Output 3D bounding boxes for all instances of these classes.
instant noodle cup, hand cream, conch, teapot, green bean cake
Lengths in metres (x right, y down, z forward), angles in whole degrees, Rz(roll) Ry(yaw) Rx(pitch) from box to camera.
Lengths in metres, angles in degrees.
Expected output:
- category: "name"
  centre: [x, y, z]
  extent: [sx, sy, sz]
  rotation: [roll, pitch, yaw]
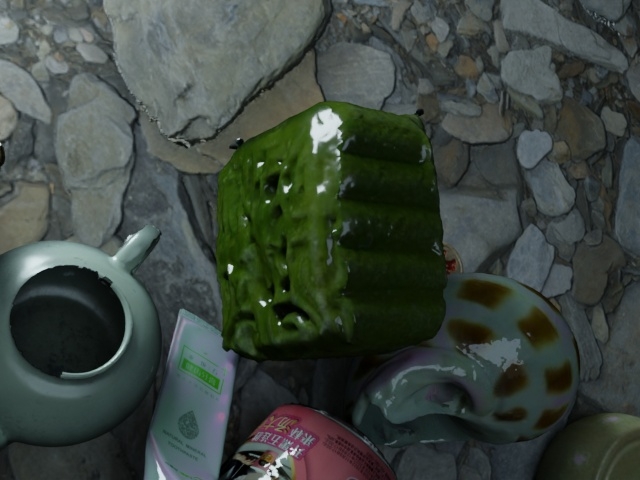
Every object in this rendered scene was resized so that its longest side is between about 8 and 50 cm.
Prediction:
- category: "instant noodle cup"
  centre: [-0.050, 0.307, 0.796]
  extent: [0.244, 0.244, 0.255]
  rotation: [51, 57, -15]
- category: "hand cream"
  centre: [-0.125, 0.177, 0.781]
  extent: [0.275, 0.050, 0.079]
  rotation: [-86, 155, -54]
- category: "conch"
  centre: [0.180, 0.150, 0.953]
  extent: [0.368, 0.249, 0.197]
  rotation: [25, 38, -39]
- category: "teapot"
  centre: [-0.239, 0.089, 0.738]
  extent: [0.193, 0.129, 0.294]
  rotation: [39, 55, -8]
- category: "green bean cake"
  centre: [0.000, 0.000, 0.829]
  extent: [0.157, 0.250, 0.246]
  rotation: [3, 79, -30]

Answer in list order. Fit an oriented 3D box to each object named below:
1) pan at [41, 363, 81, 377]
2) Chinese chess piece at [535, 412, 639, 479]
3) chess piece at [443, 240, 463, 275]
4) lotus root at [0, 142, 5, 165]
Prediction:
- category: "pan"
  centre: [-0.281, 0.150, 0.785]
  extent: [0.115, 0.023, 0.068]
  rotation: [16, 76, -27]
- category: "Chinese chess piece"
  centre: [0.412, 0.366, 1.106]
  extent: [0.251, 0.101, 0.250]
  rotation: [4, 82, -30]
- category: "chess piece"
  centre: [0.145, 0.040, 1.030]
  extent: [0.084, 0.038, 0.083]
  rotation: [5, 80, -28]
- category: "lotus root"
  centre: [-0.455, -0.056, 0.612]
  extent: [0.398, 0.196, 0.179]
  rotation: [-1, 64, -31]
